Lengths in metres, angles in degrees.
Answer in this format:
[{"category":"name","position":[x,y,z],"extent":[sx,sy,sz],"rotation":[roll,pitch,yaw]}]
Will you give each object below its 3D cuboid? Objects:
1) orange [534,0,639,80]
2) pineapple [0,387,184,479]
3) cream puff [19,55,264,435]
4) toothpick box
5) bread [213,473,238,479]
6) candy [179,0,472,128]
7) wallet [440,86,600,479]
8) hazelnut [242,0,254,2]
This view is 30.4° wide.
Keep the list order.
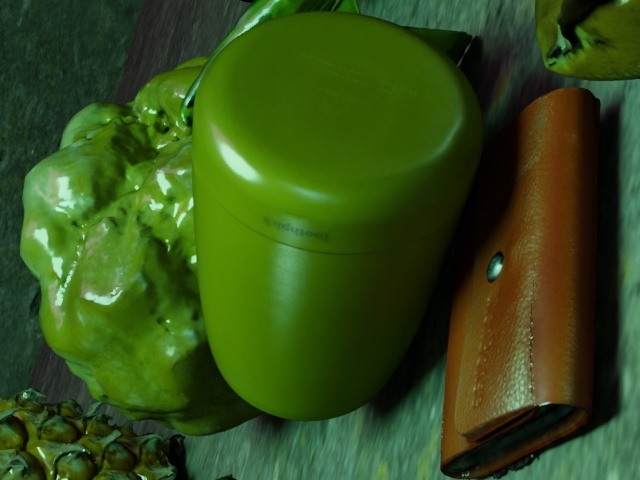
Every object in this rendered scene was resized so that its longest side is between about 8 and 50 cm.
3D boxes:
[{"category":"orange","position":[0.173,-0.146,0.594],"extent":[0.170,0.112,0.160],"rotation":[-56,-11,-51]},{"category":"pineapple","position":[-0.323,0.334,1.280],"extent":[0.352,0.300,0.352],"rotation":[-166,90,-76]},{"category":"cream puff","position":[-0.083,-0.006,1.020],"extent":[0.257,0.291,0.324],"rotation":[-27,22,23]},{"category":"toothpick box","position":[0.000,0.000,0.788],"extent":[0.271,0.175,0.175],"rotation":[99,176,-50]},{"category":"bread","position":[-0.196,0.350,0.895],"extent":[0.416,0.113,0.165],"rotation":[-41,7,4]},{"category":"candy","position":[0.024,-0.114,0.859],"extent":[0.149,0.246,0.069],"rotation":[-48,65,23]},{"category":"wallet","position":[0.114,0.026,0.692],"extent":[0.142,0.045,0.204],"rotation":[132,151,-56]},{"category":"hazelnut","position":[-0.027,-0.441,1.118],"extent":[0.421,0.353,0.421],"rotation":[-35,25,19]}]
